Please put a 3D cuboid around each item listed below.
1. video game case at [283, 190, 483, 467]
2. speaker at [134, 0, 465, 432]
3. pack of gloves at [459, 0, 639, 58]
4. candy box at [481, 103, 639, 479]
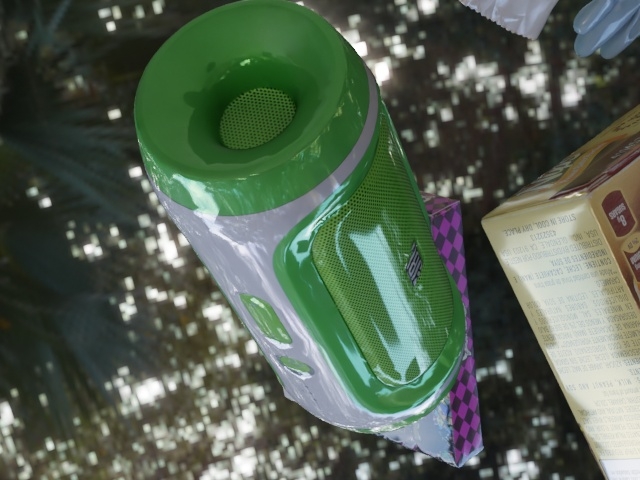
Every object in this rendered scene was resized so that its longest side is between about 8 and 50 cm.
[{"bbox_3d":[0.037,0.056,1.275,0.210,0.232,0.042,16,-146,43],"label":"video game case"},{"bbox_3d":[0.000,0.000,0.844,0.131,0.296,0.131,-8,-122,13],"label":"speaker"},{"bbox_3d":[0.156,-0.200,0.720,0.046,0.232,0.195,39,-165,30],"label":"pack of gloves"},{"bbox_3d":[0.236,0.081,0.855,0.183,0.316,0.087,-34,-169,-37],"label":"candy box"}]
